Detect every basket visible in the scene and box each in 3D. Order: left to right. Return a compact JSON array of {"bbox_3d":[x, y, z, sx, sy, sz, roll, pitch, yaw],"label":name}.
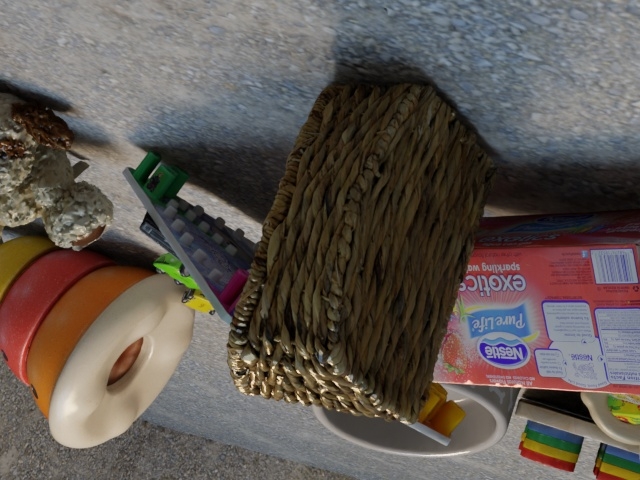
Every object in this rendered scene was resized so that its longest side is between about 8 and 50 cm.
[{"bbox_3d":[0.000,0.000,1.240,0.223,0.299,0.213,7,159,37],"label":"basket"}]

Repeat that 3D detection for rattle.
[{"bbox_3d":[0.445,0.246,1.778,0.200,0.130,0.143,36,153,3],"label":"rattle"}]

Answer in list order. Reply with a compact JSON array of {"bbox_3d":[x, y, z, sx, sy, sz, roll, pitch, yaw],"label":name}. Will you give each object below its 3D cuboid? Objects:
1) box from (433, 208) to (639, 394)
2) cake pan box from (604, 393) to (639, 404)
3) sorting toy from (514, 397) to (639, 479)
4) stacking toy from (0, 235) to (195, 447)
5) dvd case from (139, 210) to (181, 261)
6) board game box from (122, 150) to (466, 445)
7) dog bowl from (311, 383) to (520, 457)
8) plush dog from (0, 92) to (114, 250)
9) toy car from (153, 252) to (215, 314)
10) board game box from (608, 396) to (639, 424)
[{"bbox_3d":[0.238,0.059,1.307,0.300,0.154,0.142,-4,-167,46],"label":"box"},{"bbox_3d":[0.374,0.129,1.506,0.267,0.070,0.245,16,160,14],"label":"cake pan box"},{"bbox_3d":[0.434,0.337,2.096,0.255,0.089,0.257,17,177,11],"label":"sorting toy"},{"bbox_3d":[-0.494,0.110,2.297,0.480,0.350,0.350,32,168,20],"label":"stacking toy"},{"bbox_3d":[-0.152,0.009,1.638,0.164,0.018,0.221,37,-172,-10],"label":"dvd case"},{"bbox_3d":[-0.034,0.064,1.613,0.390,0.050,0.390,33,-170,-37],"label":"board game box"},{"bbox_3d":[0.142,0.236,2.022,0.349,0.102,0.348,8,149,5],"label":"dog bowl"},{"bbox_3d":[-0.413,-0.107,1.670,0.262,0.210,0.225,-9,146,0],"label":"plush dog"},{"bbox_3d":[-0.178,0.066,2.098,0.239,0.053,0.225,5,158,40],"label":"toy car"},{"bbox_3d":[0.510,0.260,1.943,0.092,0.043,0.181,29,161,-30],"label":"board game box"}]
